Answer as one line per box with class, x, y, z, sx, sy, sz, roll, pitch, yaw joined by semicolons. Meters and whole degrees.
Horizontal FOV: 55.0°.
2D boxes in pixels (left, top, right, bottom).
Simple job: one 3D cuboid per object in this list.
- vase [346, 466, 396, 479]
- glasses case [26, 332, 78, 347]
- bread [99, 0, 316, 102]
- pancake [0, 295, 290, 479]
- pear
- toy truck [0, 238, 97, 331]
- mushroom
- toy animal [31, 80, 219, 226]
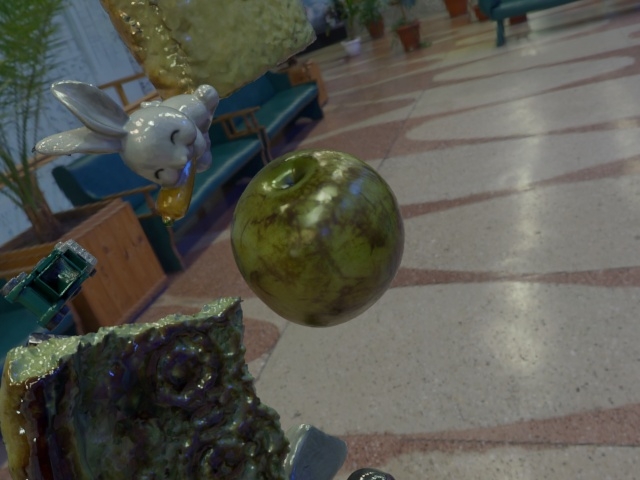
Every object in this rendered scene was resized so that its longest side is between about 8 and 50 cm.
vase;0.054;0.479;1.088;0.182;0.120;0.120;-30;20;16
glasses case;-0.393;0.156;0.914;0.083;0.023;0.033;6;24;-9
bread;-0.195;-0.367;0.802;0.236;0.376;0.165;-36;16;-23
pancake;-0.143;0.262;0.665;0.304;0.427;0.066;-28;11;-33
pear;0.000;0.000;0.934;0.283;0.284;0.284;-16;23;7
toy truck;-0.477;0.068;1.125;0.116;0.110;0.216;-45;14;7
mushroom;-0.050;0.564;1.374;0.159;0.122;0.329;12;39;12
toy animal;-0.184;-0.095;0.633;0.127;0.131;0.182;21;24;11
